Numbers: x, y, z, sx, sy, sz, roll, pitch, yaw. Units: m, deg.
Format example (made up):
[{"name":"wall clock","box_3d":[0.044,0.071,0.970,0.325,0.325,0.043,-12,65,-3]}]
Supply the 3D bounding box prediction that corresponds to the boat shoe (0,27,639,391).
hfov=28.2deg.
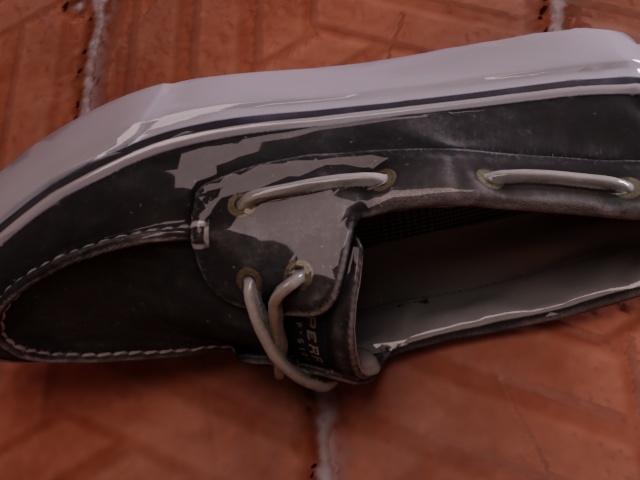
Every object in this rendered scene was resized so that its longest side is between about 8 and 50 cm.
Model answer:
[{"name":"boat shoe","box_3d":[0.000,0.000,0.529,0.335,0.121,0.119,-16,48,2]}]
